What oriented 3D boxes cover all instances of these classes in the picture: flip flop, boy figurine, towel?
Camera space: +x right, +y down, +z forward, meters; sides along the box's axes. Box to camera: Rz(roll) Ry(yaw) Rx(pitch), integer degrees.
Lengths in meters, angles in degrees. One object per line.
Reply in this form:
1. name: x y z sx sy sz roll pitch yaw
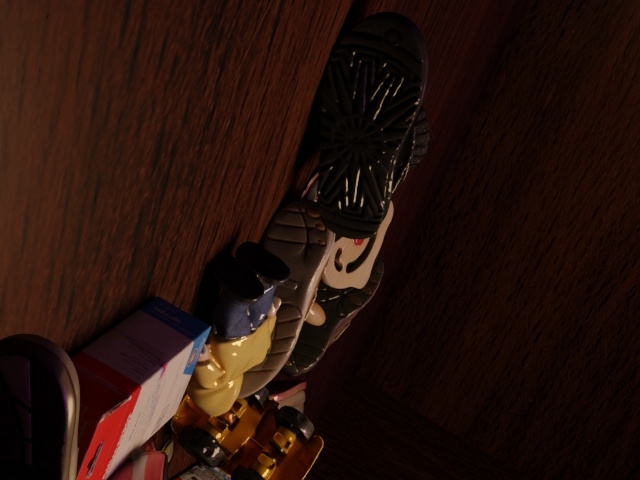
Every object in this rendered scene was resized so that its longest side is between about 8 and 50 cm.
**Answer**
1. flip flop: -0.257 0.183 0.840 0.080 0.112 0.277 -72 180 -60
2. boy figurine: -0.122 0.133 1.349 0.177 0.092 0.285 -35 157 -43
3. towel: -0.256 0.355 1.567 0.060 0.009 0.083 -56 170 -30

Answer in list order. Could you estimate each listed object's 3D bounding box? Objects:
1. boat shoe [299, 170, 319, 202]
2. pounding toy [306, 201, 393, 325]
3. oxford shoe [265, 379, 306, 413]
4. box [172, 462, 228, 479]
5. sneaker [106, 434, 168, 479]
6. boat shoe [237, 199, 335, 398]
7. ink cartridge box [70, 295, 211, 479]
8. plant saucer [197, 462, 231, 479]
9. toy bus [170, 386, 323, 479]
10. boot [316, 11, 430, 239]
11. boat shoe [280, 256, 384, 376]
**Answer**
1. boat shoe: -0.016 -0.046 1.535 0.137 0.043 0.049 -64 168 12
2. pounding toy: 0.000 0.000 1.678 0.154 0.154 0.270 38 71 -52
3. oxford shoe: -0.083 0.351 1.982 0.348 0.122 0.130 50 37 -79
4. box: -0.147 0.531 1.787 0.057 0.293 0.201 -55 170 4
5. sneaker: -0.256 0.285 1.146 0.314 0.136 0.116 147 -61 -73
6. boat shoe: -0.064 0.092 1.476 0.324 0.123 0.116 -60 173 6
7. ink cartridge box: -0.215 0.166 1.021 0.134 0.078 0.231 -65 169 24
8. plant saucer: -0.212 0.479 2.064 0.318 0.043 0.318 -58 169 -17
9. toy bus: -0.126 0.326 1.571 0.149 0.220 0.211 -52 174 -25
10. boot: 0.094 -0.197 1.392 0.260 0.131 0.348 -55 164 -50
11. boat shoe: 0.007 0.153 2.060 0.324 0.122 0.120 -48 172 -21
